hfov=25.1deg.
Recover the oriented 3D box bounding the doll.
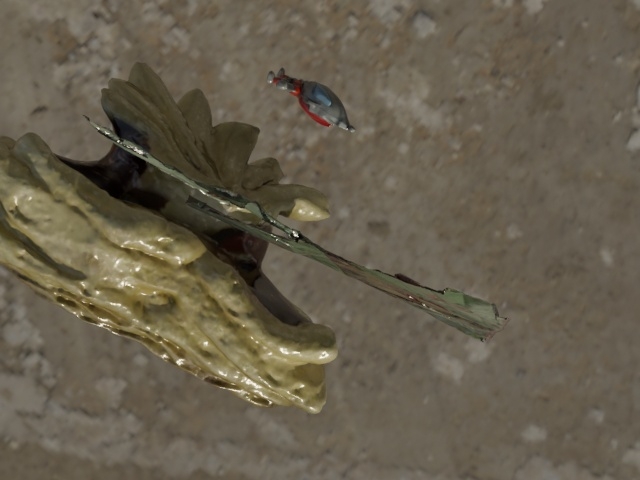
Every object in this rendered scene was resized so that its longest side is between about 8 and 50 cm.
[{"bbox_3d":[-0.005,-0.153,1.563,0.114,0.039,0.057,34,170,14],"label":"doll"}]

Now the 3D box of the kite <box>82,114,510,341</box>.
[{"bbox_3d":[-0.001,0.001,0.636,0.250,0.012,0.229,27,174,-38],"label":"kite"}]

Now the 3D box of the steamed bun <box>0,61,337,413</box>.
[{"bbox_3d":[-0.141,-0.026,1.402,0.428,0.247,0.189,33,111,-15],"label":"steamed bun"}]
